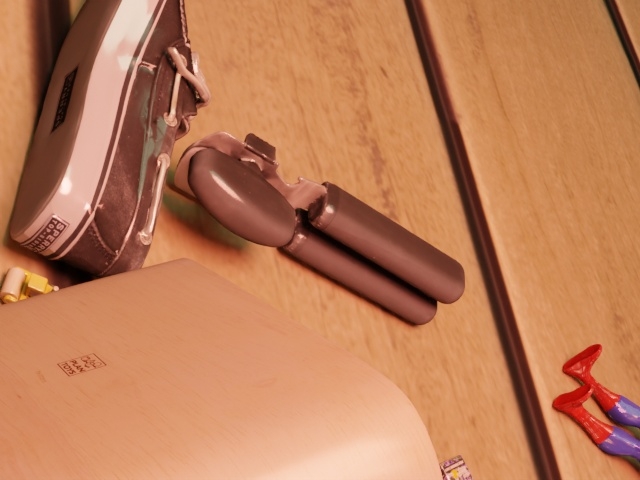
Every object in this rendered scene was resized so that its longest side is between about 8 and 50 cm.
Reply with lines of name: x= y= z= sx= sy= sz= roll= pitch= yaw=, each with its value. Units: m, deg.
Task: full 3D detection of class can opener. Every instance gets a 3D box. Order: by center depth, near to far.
can opener: x=0.000 y=0.000 z=0.884 sx=0.280 sy=0.074 sz=0.093 roll=28 pitch=41 yaw=-28

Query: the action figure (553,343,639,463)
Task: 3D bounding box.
action figure: x=0.371 y=0.206 z=1.023 sx=0.280 sy=0.139 sz=0.091 roll=44 pitch=43 yaw=-12

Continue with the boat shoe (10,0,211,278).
boat shoe: x=-0.139 y=-0.110 z=0.814 sx=0.105 sy=0.113 sz=0.306 roll=30 pitch=48 yaw=-31

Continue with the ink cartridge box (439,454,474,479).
ink cartridge box: x=0.106 y=0.230 z=0.819 sx=0.029 sy=0.063 sz=0.115 roll=-12 pitch=70 yaw=-47

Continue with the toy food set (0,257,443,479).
toy food set: x=-0.113 y=0.103 z=0.539 sx=0.219 sy=0.306 sz=0.092 roll=-15 pitch=112 yaw=-29

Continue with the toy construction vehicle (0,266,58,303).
toy construction vehicle: x=-0.171 y=0.058 z=0.720 sx=0.098 sy=0.035 sz=0.086 roll=31 pitch=45 yaw=-21
